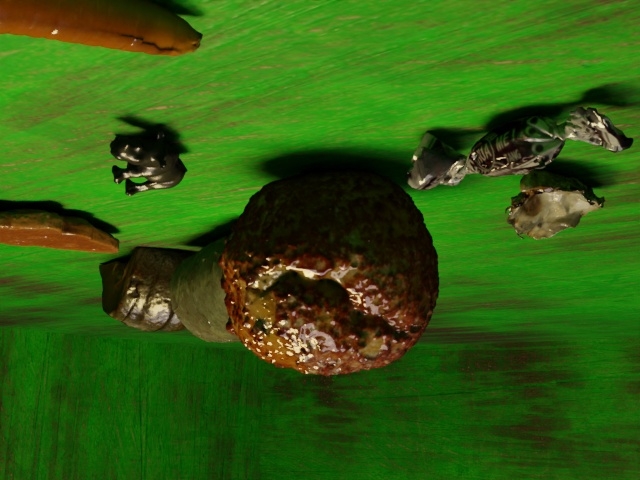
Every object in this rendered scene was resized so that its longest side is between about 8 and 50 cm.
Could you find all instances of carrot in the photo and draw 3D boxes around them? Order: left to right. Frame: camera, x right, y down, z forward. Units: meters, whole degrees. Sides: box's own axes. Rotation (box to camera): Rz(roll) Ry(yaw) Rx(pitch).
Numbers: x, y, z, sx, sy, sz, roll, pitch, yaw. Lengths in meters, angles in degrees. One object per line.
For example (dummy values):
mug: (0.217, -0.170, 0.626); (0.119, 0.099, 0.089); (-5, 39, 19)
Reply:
carrot: (-0.186, -0.141, 0.549); (0.271, 0.062, 0.066); (3, 137, -28)

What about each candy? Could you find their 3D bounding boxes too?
candy: (0.166, -0.081, 0.837); (0.094, 0.051, 0.226); (-3, 177, -39)

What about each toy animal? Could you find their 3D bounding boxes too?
toy animal: (-0.166, -0.077, 0.907); (0.065, 0.047, 0.135); (-4, 168, 2)

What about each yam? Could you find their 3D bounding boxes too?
yam: (-0.109, 0.065, 1.370); (0.161, 0.161, 0.268); (7, 166, -25)

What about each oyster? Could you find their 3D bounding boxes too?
oyster: (0.241, -0.044, 1.001); (0.103, 0.051, 0.148); (-20, 164, 15)

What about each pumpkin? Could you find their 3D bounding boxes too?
pumpkin: (-0.294, 0.091, 1.599); (0.131, 0.126, 0.248); (8, 168, -22)

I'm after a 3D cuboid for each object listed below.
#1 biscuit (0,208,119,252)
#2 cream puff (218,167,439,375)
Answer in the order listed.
biscuit: (-0.377, -0.014, 1.283); (0.183, 0.043, 0.280); (-2, 174, 38)
cream puff: (0.009, 0.042, 1.000); (0.240, 0.240, 0.164); (2, -147, 0)
